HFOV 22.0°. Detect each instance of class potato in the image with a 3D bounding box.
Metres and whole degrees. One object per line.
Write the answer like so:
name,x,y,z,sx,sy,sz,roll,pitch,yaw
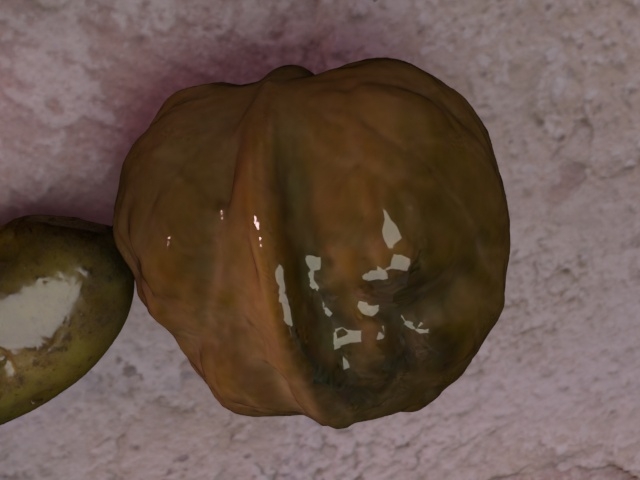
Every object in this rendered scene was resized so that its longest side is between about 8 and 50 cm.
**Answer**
potato,-0.254,0.069,1.302,0.251,0.113,0.149,-41,117,-2

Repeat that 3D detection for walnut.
walnut,-0.002,0.000,1.260,0.253,0.282,0.277,-43,127,-39
